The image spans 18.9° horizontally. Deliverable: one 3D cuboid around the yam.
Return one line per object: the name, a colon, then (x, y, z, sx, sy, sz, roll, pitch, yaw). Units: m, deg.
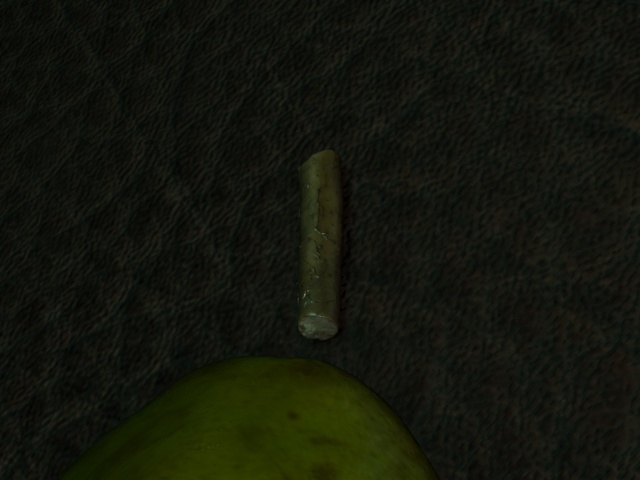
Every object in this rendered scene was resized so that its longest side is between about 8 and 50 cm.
yam: (0.000, 0.000, 1.256, 0.032, 0.032, 0.145, -24, 44, 27)

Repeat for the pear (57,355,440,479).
pear: (-0.040, 0.216, 0.932, 0.269, 0.269, 0.321, 4, 73, 45)
